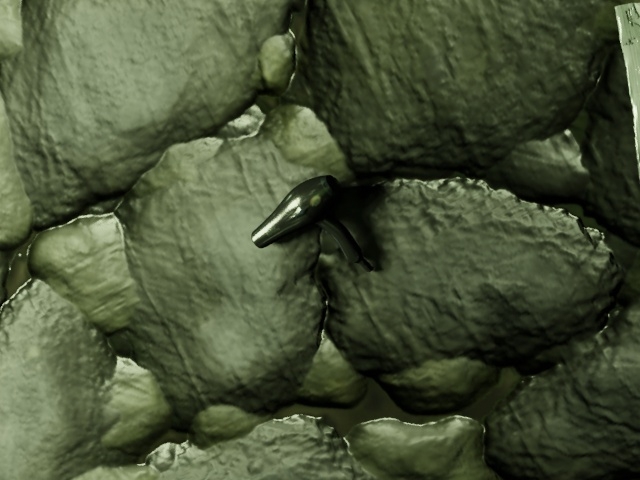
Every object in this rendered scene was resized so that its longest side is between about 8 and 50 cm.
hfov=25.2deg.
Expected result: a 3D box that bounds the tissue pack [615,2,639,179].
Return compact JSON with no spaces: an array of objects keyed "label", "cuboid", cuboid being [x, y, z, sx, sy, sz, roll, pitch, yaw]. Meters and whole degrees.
[{"label":"tissue pack","cuboid":[0.297,-0.109,0.930,0.193,0.026,0.122,-8,99,17]}]

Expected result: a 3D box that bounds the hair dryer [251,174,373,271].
[{"label":"hair dryer","cuboid":[0.000,0.000,1.035,0.079,0.031,0.083,-38,97,29]}]
